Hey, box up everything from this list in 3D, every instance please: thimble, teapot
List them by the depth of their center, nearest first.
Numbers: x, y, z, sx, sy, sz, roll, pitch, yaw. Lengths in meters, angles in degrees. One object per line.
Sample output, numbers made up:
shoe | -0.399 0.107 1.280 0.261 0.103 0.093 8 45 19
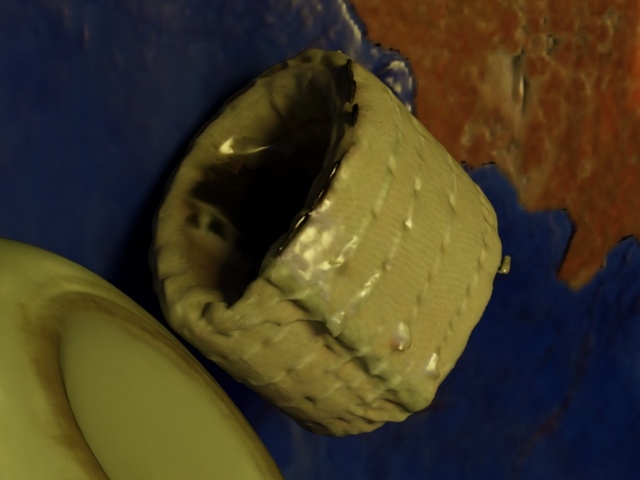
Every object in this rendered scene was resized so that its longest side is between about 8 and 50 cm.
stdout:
teapot | -0.132 0.064 0.558 0.149 0.220 0.318 -40 89 14
thimble | 0.000 0.000 0.659 0.090 0.102 0.115 44 31 -36
